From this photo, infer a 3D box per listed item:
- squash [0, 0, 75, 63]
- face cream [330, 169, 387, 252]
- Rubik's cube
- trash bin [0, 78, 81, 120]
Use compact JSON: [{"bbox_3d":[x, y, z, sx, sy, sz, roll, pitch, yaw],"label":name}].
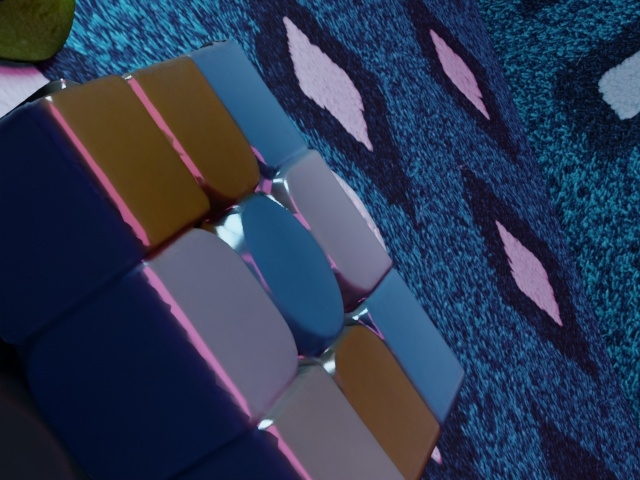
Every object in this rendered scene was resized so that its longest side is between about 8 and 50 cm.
[{"bbox_3d":[-0.383,-0.300,1.368,0.234,0.210,0.309,62,-6,18],"label":"squash"},{"bbox_3d":[0.000,0.000,1.696,0.206,0.111,0.206,45,26,-29],"label":"face cream"},{"bbox_3d":[-0.146,0.100,0.921,0.344,0.347,0.346,55,22,-2],"label":"Rubik's cube"},{"bbox_3d":[-0.212,-0.013,1.253,0.164,0.122,0.241,18,46,-57],"label":"trash bin"}]
